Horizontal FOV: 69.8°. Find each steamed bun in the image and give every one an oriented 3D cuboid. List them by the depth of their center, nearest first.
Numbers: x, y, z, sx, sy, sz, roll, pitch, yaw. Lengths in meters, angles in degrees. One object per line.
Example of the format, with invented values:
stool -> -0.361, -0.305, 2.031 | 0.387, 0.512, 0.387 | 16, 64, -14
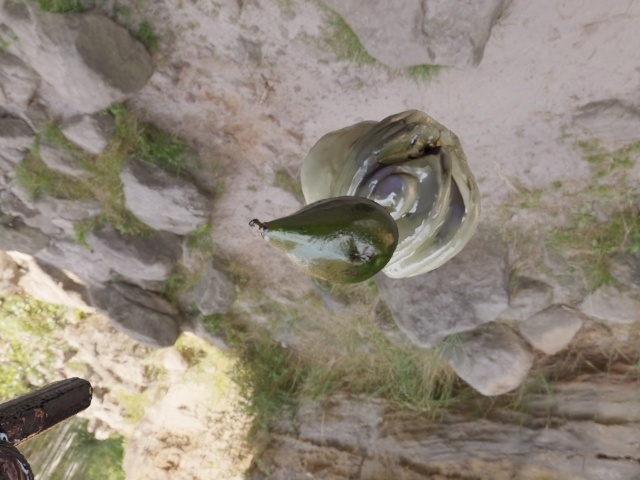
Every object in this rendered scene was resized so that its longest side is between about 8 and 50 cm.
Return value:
steamed bun -> 0.152, -0.102, 0.925 | 0.352, 0.339, 0.247 | 59, 177, 7

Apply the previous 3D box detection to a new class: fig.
fig -> 0.000, 0.000, 0.535 | 0.177, 0.117, 0.117 | -4, 172, -29

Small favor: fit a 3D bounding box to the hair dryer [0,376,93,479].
hair dryer -> -0.265, 0.152, 0.341 | 0.197, 0.089, 0.251 | -5, -178, 10
